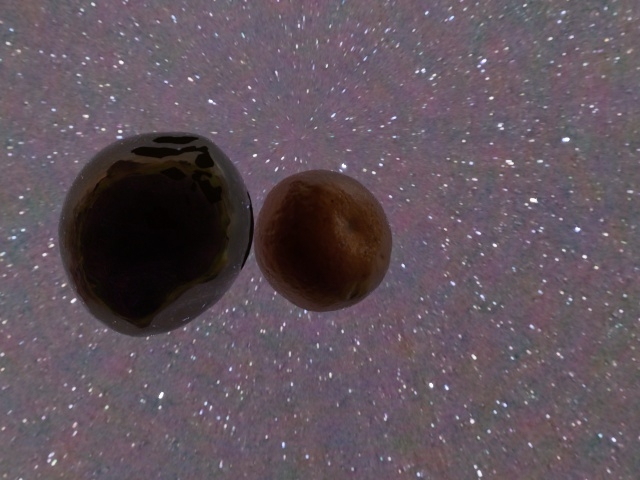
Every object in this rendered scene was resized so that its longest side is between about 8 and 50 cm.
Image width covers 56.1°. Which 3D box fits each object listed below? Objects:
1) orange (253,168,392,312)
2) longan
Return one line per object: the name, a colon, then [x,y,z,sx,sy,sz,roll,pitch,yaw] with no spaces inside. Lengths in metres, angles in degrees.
orange: [0.000,0.000,0.910,0.224,0.170,0.224,14,-113,-38]
longan: [-0.160,-0.011,0.591,0.198,0.198,0.212,34,-41,-7]
